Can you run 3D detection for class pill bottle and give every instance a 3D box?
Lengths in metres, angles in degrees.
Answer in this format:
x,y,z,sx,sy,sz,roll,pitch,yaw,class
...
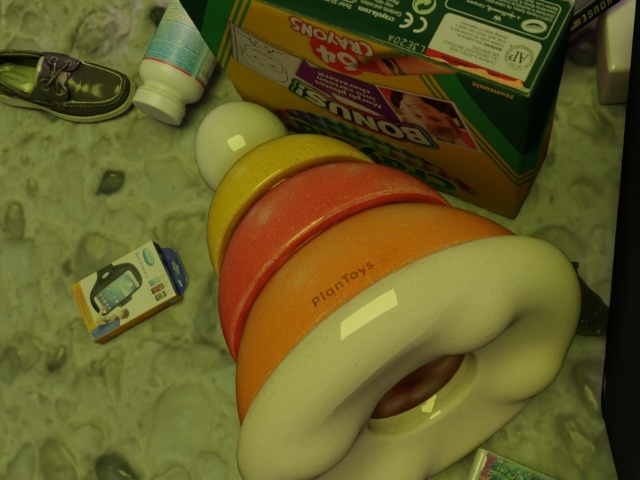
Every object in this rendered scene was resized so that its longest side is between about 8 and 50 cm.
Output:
x,y,z,sx,sy,sz,roll,pitch,yaw,class
-0.178,-0.234,0.985,0.087,0.087,0.160,20,81,17,pill bottle

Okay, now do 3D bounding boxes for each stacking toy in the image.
x,y,z,sx,sy,sz,roll,pitch,yaw,class
0.000,0.000,0.813,0.350,0.351,0.480,-35,54,2,stacking toy

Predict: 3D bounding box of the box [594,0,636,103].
x,y,z,sx,sy,sz,roll,pitch,yaw,class
0.364,-0.217,0.858,0.101,0.087,0.102,-2,75,12,box

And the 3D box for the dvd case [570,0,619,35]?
x,y,z,sx,sy,sz,roll,pitch,yaw,class
0.217,-0.296,0.894,0.179,0.030,0.239,-35,45,2,dvd case

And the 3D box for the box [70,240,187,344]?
x,y,z,sx,sy,sz,roll,pitch,yaw,class
-0.234,0.060,0.953,0.136,0.028,0.081,-30,71,5,box

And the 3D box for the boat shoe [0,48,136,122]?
x,y,z,sx,sy,sz,roll,pitch,yaw,class
-0.359,-0.212,1.027,0.223,0.073,0.080,10,78,15,boat shoe

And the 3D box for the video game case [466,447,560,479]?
x,y,z,sx,sy,sz,roll,pitch,yaw,class
0.196,0.308,0.770,0.143,0.019,0.157,24,82,-4,video game case

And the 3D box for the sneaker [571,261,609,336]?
x,y,z,sx,sy,sz,roll,pitch,yaw,class
0.243,0.046,0.838,0.089,0.051,0.170,-36,76,2,sneaker

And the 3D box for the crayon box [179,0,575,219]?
x,y,z,sx,sy,sz,roll,pitch,yaw,class
0.056,-0.176,0.797,0.362,0.313,0.106,24,79,18,crayon box

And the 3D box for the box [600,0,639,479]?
x,y,z,sx,sy,sz,roll,pitch,yaw,class
0.488,-0.014,0.586,0.471,0.297,0.480,3,102,15,box
